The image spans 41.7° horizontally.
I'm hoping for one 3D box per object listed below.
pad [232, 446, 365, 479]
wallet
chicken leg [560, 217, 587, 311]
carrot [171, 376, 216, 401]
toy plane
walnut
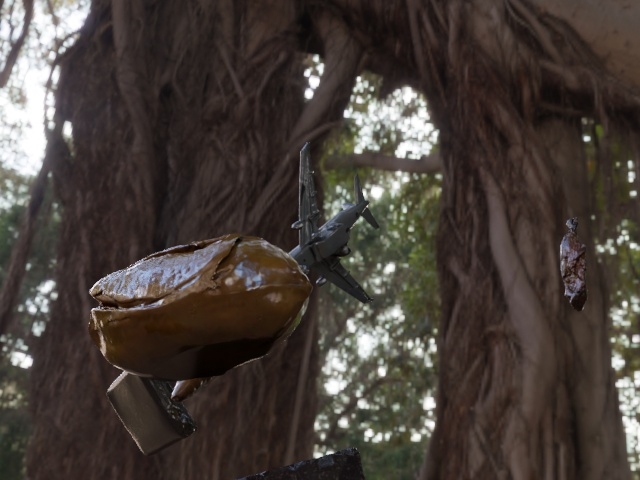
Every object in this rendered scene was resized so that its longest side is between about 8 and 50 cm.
[{"bbox_3d":[-0.035,0.369,0.865,0.220,0.330,0.004,-16,-53,3],"label":"pad"},{"bbox_3d":[-0.284,0.277,1.389,0.149,0.044,0.250,55,-32,4],"label":"wallet"},{"bbox_3d":[0.349,0.029,1.150,0.037,0.145,0.062,-9,-25,24],"label":"chicken leg"},{"bbox_3d":[-0.113,0.117,1.095,0.069,0.336,0.069,6,-70,16],"label":"carrot"},{"bbox_3d":[0.003,-0.001,1.028,0.058,0.226,0.226,-10,-68,34],"label":"toy plane"},{"bbox_3d":[-0.118,0.065,0.797,0.245,0.137,0.137,-17,-36,27],"label":"walnut"}]
